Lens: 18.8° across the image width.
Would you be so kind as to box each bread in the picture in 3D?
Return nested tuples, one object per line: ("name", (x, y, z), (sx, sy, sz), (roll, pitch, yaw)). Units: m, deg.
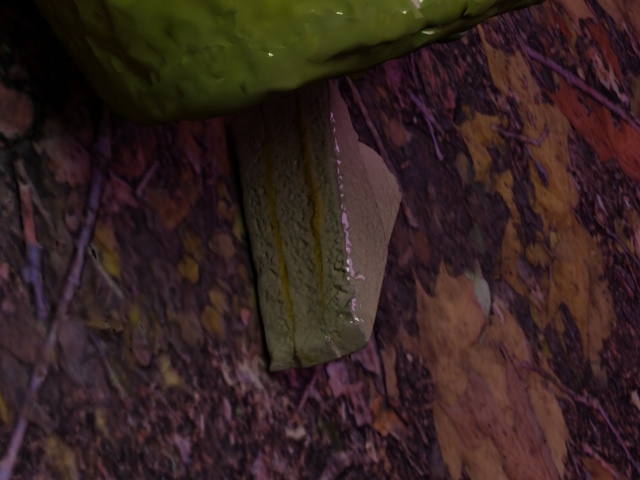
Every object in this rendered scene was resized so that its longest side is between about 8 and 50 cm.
("bread", (-0.012, -0.009, 1.187), (0.105, 0.077, 0.152), (53, 31, -30))
("bread", (-0.031, -0.235, 1.066), (0.348, 0.348, 0.308), (-41, 112, -57))

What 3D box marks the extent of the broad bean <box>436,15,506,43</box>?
("broad bean", (0.094, -0.195, 1.435), (0.098, 0.056, 0.318), (47, 18, 2))
